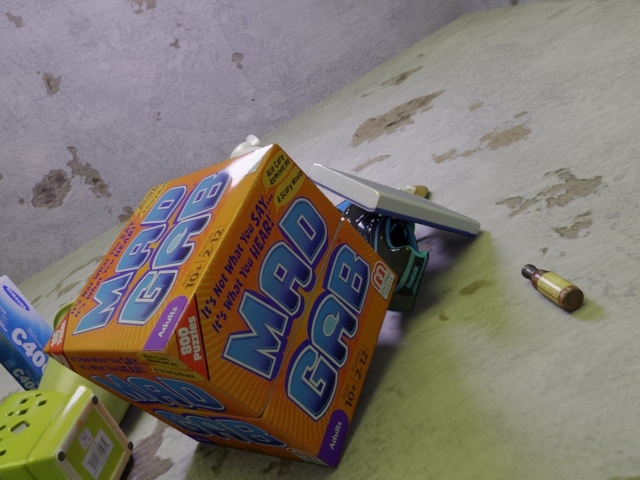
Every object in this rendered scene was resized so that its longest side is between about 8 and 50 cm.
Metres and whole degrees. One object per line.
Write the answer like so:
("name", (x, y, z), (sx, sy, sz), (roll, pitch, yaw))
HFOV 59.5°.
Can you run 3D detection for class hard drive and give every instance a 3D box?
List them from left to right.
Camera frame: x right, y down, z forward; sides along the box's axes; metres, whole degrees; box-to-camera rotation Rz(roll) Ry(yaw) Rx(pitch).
("hard drive", (0.158, -0.080, 1.161), (0.210, 0.319, 0.040), (32, 106, 47))

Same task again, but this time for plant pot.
("plant pot", (-0.501, 0.419, 1.051), (0.207, 0.227, 0.228), (-18, 24, 13))
("plant pot", (-0.522, 0.316, 1.284), (0.276, 0.276, 0.254), (-22, 35, 21))

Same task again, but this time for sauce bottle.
("sauce bottle", (0.374, 0.071, 0.915), (0.042, 0.042, 0.128), (-31, 24, -1))

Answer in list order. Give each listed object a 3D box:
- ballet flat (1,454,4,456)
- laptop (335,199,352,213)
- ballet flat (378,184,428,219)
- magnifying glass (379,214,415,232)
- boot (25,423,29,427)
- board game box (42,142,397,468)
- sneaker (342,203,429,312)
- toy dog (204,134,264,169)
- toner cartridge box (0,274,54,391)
("ballet flat", (-0.819, 0.528, 1.376), (0.348, 0.123, 0.123), (-10, 30, 39))
("laptop", (-0.052, -0.070, 1.443), (0.234, 0.264, 0.136), (-33, 51, 29))
("ballet flat", (0.201, -0.094, 1.443), (0.080, 0.073, 0.232), (-6, 32, 50))
("magnifying glass", (0.122, 0.011, 1.323), (0.231, 0.092, 0.026), (-38, -5, 10))
("boot", (-0.721, 0.458, 1.485), (0.114, 0.037, 0.106), (-36, 24, -26))
("board game box", (-0.148, 0.120, 0.948), (0.356, 0.356, 0.356), (-10, 46, 41))
("sneaker", (0.138, -0.002, 1.164), (0.341, 0.125, 0.139), (-115, 40, -53))
("toy dog", (-0.299, -0.116, 1.825), (0.408, 0.284, 0.395), (-35, 17, -7))
("toner cartridge box", (-0.851, 0.284, 1.596), (0.075, 0.348, 0.165), (-26, 23, 9))
